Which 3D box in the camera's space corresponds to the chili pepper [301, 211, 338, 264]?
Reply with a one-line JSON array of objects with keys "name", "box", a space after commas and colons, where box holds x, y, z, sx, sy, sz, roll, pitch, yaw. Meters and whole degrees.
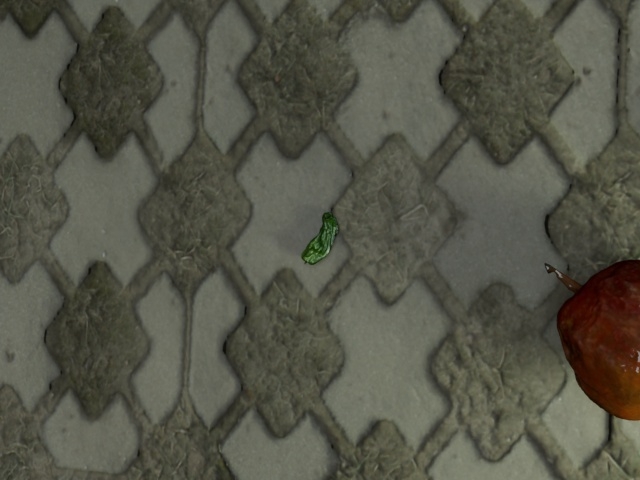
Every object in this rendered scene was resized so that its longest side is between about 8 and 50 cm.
[{"name": "chili pepper", "box": [0.001, 0.000, 1.339, 0.034, 0.030, 0.091, 31, 93, 40]}]

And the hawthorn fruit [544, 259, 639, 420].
[{"name": "hawthorn fruit", "box": [0.398, 0.107, 1.145, 0.243, 0.207, 0.207, 43, 98, 18]}]
